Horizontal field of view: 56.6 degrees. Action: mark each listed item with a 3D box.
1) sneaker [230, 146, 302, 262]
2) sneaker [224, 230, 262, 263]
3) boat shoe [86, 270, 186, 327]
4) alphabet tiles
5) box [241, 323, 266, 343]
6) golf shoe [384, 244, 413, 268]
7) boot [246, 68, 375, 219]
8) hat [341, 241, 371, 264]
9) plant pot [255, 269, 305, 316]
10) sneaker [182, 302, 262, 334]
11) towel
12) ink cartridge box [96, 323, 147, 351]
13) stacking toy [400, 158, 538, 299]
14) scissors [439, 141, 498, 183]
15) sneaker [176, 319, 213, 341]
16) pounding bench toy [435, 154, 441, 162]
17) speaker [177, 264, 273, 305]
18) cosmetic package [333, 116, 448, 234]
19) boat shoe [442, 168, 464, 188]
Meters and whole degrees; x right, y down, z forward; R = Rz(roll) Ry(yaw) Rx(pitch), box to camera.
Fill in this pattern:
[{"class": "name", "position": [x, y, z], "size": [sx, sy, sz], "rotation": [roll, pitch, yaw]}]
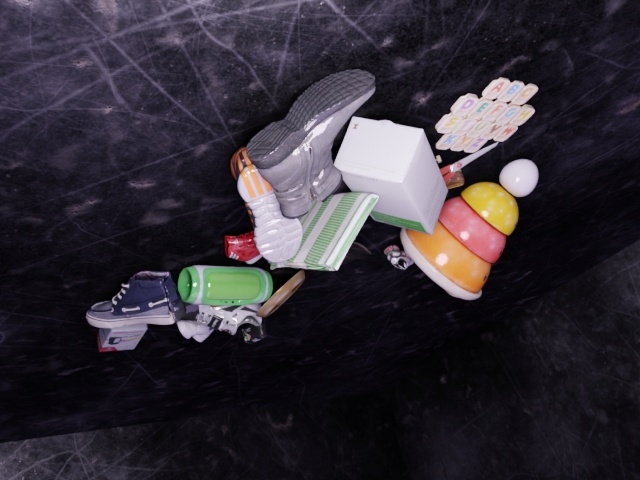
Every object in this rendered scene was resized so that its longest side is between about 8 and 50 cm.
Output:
[{"class": "sneaker", "position": [-0.137, -0.102, 1.502], "size": [0.125, 0.180, 0.321], "rotation": [-18, 131, -6]}, {"class": "sneaker", "position": [-0.205, 0.004, 1.788], "size": [0.128, 0.087, 0.221], "rotation": [8, 142, -44]}, {"class": "boat shoe", "position": [-0.591, 0.174, 1.852], "size": [0.341, 0.127, 0.158], "rotation": [-5, 114, 13]}, {"class": "alphabet tiles", "position": [0.459, -0.336, 1.648], "size": [0.284, 0.021, 0.278], "rotation": [0, 147, -33]}, {"class": "box", "position": [-0.278, 0.388, 2.490], "size": [0.083, 0.062, 0.052], "rotation": [-26, 151, 15]}, {"class": "golf shoe", "position": [0.306, 0.079, 2.263], "size": [0.067, 0.086, 0.186], "rotation": [-34, 151, 24]}, {"class": "boot", "position": [0.006, -0.218, 1.352], "size": [0.338, 0.118, 0.222], "rotation": [-36, 136, -3]}, {"class": "hat", "position": [0.000, 0.000, 1.860], "size": [0.331, 0.133, 0.331], "rotation": [-3, 165, -1]}, {"class": "plant pot", "position": [-0.135, 0.197, 2.123], "size": [0.236, 0.032, 0.236], "rotation": [-44, 174, -6]}, {"class": "sneaker", "position": [-0.358, 0.268, 2.126], "size": [0.331, 0.146, 0.122], "rotation": [-4, 151, -24]}, {"class": "towel", "position": [-0.001, -0.023, 1.578], "size": [0.038, 0.247, 0.325], "rotation": [40, 158, -25]}, {"class": "ink cartridge box", "position": [-0.695, 0.318, 2.076], "size": [0.127, 0.072, 0.175], "rotation": [2, 147, -34]}, {"class": "stacking toy", "position": [0.530, -0.071, 1.957], "size": [0.351, 0.350, 0.480], "rotation": [15, 122, -48]}, {"class": "scissors", "position": [0.399, -0.226, 1.799], "size": [0.297, 0.109, 0.021], "rotation": [-44, -171, 8]}, {"class": "sneaker", "position": [-0.468, 0.323, 2.249], "size": [0.094, 0.080, 0.212], "rotation": [-33, 159, 3]}, {"class": "pounding bench toy", "position": [0.309, -0.217, 1.738], "size": [0.065, 0.052, 0.083], "rotation": [-6, 150, -24]}, {"class": "speaker", "position": [-0.308, 0.147, 1.946], "size": [0.297, 0.131, 0.131], "rotation": [4, 145, -38]}, {"class": "cosmetic package", "position": [0.198, -0.163, 1.577], "size": [0.197, 0.155, 0.365], "rotation": [16, 168, 28]}, {"class": "boat shoe", "position": [0.361, -0.173, 1.846], "size": [0.178, 0.060, 0.064], "rotation": [-20, 153, 2]}]
